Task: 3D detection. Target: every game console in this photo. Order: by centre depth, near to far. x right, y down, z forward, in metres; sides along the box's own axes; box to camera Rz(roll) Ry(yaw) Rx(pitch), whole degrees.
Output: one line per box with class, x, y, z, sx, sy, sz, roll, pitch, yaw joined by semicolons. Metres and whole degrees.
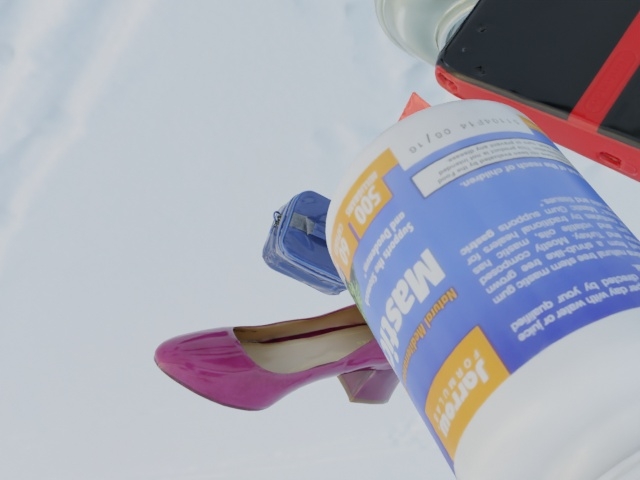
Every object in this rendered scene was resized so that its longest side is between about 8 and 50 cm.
game console;0.344;-0.226;0.973;0.342;0.386;0.060;28;160;27

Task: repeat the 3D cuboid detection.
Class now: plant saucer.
plant saucer;0.283;-0.345;1.594;0.400;0.101;0.400;-1;154;0

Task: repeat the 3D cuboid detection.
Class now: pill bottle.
pill bottle;0.119;0.059;0.557;0.152;0.272;0.152;-15;136;-15

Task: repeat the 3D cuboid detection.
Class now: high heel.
high heel;-0.018;0.111;1.302;0.377;0.127;0.181;6;122;-39

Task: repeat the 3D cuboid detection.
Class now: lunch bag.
lunch bag;0.000;0.000;0.900;0.098;0.067;0.065;24;159;-17

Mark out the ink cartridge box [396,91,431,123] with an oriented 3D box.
ink cartridge box;0.139;-0.067;1.465;0.056;0.181;0.225;-33;158;-40
